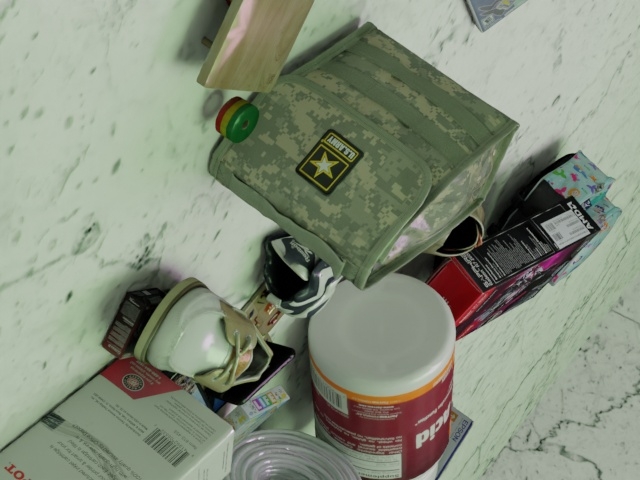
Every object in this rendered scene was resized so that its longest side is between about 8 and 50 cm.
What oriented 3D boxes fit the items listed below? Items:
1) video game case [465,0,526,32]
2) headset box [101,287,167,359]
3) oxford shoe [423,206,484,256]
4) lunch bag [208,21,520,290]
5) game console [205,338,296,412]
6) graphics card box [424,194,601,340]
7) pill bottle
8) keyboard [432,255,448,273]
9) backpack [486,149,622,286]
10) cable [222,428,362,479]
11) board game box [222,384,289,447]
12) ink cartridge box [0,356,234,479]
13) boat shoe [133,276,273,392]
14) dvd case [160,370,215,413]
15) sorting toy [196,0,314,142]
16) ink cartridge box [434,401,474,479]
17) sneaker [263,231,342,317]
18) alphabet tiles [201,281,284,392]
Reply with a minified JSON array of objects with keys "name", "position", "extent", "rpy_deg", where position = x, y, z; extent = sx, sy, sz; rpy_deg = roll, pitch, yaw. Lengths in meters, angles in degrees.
[{"name":"video game case","position":[0.285,-0.385,1.759],"extent":[0.201,0.023,0.183],"rpy_deg":[-35,159,6]},{"name":"headset box","position":[-0.212,0.099,1.478],"extent":[0.062,0.032,0.083],"rpy_deg":[-5,124,-63]},{"name":"oxford shoe","position":[0.207,-0.017,2.057],"extent":[0.123,0.130,0.348],"rpy_deg":[-62,158,15]},{"name":"lunch bag","position":[0.046,-0.092,1.474],"extent":[0.287,0.235,0.169],"rpy_deg":[-39,158,-38]},{"name":"game console","position":[-0.098,0.203,1.792],"extent":[0.122,0.107,0.071],"rpy_deg":[-42,126,-33]},{"name":"graphics card box","position":[0.308,0.066,2.254],"extent":[0.371,0.094,0.233],"rpy_deg":[-24,159,-43]},{"name":"pill bottle","position":[0.100,0.253,2.043],"extent":[0.224,0.224,0.392],"rpy_deg":[-43,150,-29]},{"name":"keyboard","position":[0.217,0.108,2.395],"extent":[0.201,0.033,0.317],"rpy_deg":[-49,157,-29]},{"name":"backpack","position":[0.471,-0.051,2.503],"extent":[0.253,0.191,0.225],"rpy_deg":[-44,169,-49]},{"name":"cable","position":[-0.051,0.395,1.925],"extent":[0.257,0.257,0.089],"rpy_deg":[0,126,-31]},{"name":"board game box","position":[-0.125,0.272,1.840],"extent":[0.154,0.026,0.103],"rpy_deg":[-44,167,30]},{"name":"ink cartridge box","position":[-0.241,0.264,1.460],"extent":[0.237,0.172,0.100],"rpy_deg":[-40,153,-35]},{"name":"boat shoe","position":[-0.127,0.118,1.521],"extent":[0.113,0.103,0.302],"rpy_deg":[-59,169,4]},{"name":"dvd case","position":[-0.244,0.277,1.655],"extent":[0.253,0.022,0.180],"rpy_deg":[-46,153,-18]},{"name":"sorting toy","position":[-0.068,-0.229,1.298],"extent":[0.132,0.046,0.274],"rpy_deg":[-8,129,-62]},{"name":"ink cartridge box","position":[0.139,0.354,2.313],"extent":[0.223,0.224,0.045],"rpy_deg":[-58,158,7]},{"name":"sneaker","position":[0.000,0.000,1.698],"extent":[0.235,0.094,0.153],"rpy_deg":[-52,166,10]},{"name":"alphabet tiles","position":[-0.134,0.165,1.767],"extent":[0.237,0.009,0.198],"rpy_deg":[-51,157,-15]}]
